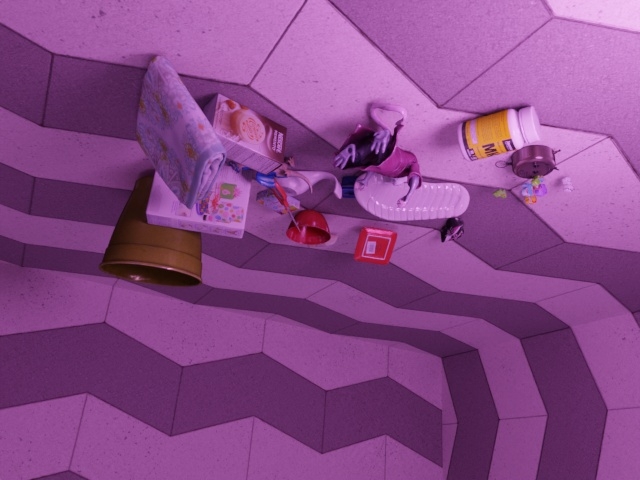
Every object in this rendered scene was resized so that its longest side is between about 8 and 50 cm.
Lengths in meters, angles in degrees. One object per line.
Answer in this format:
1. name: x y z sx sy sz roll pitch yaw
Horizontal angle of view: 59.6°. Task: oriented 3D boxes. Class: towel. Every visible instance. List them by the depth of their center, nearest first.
1. towel: -0.414 -0.287 1.603 0.090 0.320 0.374 -33 175 -31

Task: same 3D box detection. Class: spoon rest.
1. spoon rest: -0.048 -0.204 1.991 0.276 0.084 0.137 8 158 26

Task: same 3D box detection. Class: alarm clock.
1. alarm clock: 0.654 -0.243 1.773 0.192 0.064 0.129 0 156 17

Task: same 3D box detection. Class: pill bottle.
1. pill bottle: 0.507 -0.305 1.589 0.208 0.119 0.119 -12 151 32

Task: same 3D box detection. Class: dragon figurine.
1. dragon figurine: -0.166 -0.238 1.901 0.289 0.085 0.144 25 150 -32

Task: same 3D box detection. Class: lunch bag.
1. lunch bag: 0.122 -0.185 1.991 0.098 0.065 0.067 1 156 10

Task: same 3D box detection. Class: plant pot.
1. plant pot: -0.595 -0.038 2.076 0.366 0.353 0.366 6 164 2

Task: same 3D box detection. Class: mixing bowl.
1. mixing bowl: -0.045 -0.063 2.254 0.181 0.098 0.181 4 157 2

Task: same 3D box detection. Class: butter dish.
1. butter dish: 0.222 0.005 2.350 0.160 0.118 0.160 9 114 -13

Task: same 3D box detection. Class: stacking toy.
1. stacking toy: 0.709 -0.164 1.858 0.221 0.052 0.167 -1 168 -35

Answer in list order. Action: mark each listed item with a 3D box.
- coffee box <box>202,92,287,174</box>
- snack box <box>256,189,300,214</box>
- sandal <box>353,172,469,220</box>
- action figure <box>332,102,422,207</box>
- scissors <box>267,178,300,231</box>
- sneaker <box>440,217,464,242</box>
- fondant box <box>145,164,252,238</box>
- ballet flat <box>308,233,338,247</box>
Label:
1. coffee box: -0.231 -0.314 1.680 0.246 0.141 0.098 21 151 -34
2. snack box: -0.163 -0.151 2.154 0.100 0.037 0.141 -17 147 38
3. sandal: 0.314 -0.151 1.976 0.416 0.169 0.102 9 -164 -9
4. action figure: 0.205 -0.261 1.742 0.248 0.275 0.370 25 -169 36
5. scissors: -0.123 -0.122 2.053 0.109 0.021 0.297 21 151 51
6. sneaker: 0.542 -0.046 2.240 0.077 0.072 0.178 -4 165 -8
7. fondant box: -0.417 -0.154 1.950 0.330 0.238 0.096 9 155 -8
8. ballet flat: 0.000 0.000 2.442 0.168 0.057 0.052 -16 139 37
